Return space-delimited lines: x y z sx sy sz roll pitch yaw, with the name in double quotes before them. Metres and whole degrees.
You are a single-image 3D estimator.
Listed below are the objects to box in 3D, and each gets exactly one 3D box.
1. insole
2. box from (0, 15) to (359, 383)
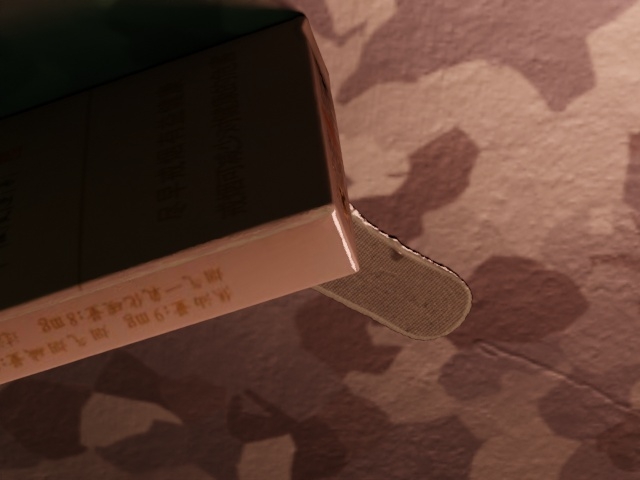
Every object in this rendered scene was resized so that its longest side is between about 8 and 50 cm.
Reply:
"insole" 0.000 0.000 1.151 0.232 0.003 0.080 33 116 -25
"box" -0.165 -0.001 1.013 0.365 0.204 0.051 -18 124 7
